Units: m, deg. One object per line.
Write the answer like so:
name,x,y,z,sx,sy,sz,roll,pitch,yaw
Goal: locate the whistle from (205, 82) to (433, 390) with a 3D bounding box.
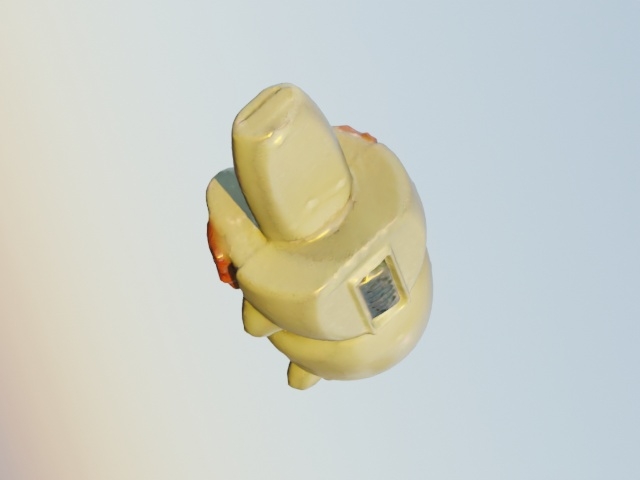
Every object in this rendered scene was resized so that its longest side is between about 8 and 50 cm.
whistle,0.000,0.002,0.899,0.253,0.106,0.101,64,41,-61
